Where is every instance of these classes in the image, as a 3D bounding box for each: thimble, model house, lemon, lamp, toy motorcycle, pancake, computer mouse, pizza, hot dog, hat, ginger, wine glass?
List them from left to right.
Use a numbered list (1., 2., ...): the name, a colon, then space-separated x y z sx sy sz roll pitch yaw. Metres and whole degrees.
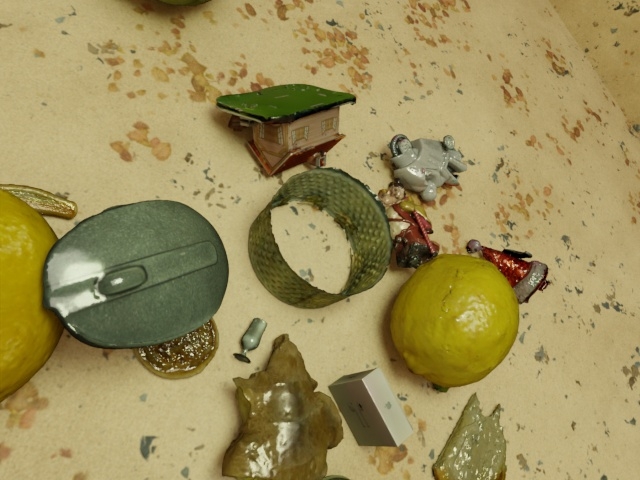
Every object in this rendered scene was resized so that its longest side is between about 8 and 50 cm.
1. lemon: -0.468 0.069 0.568 0.296 0.297 0.298 11 64 -24
2. hot dog: -0.484 -0.069 0.769 0.136 0.028 0.044 11 90 -22
3. computer mouse: -0.234 0.037 0.694 0.374 0.114 0.204 -34 109 -73
4. pancake: -0.252 0.163 0.797 0.158 0.028 0.158 12 64 -25
5. wine glass: -0.127 0.184 0.847 0.038 0.042 0.083 22 56 9
6. model house: -0.074 -0.250 1.028 0.206 0.154 0.293 23 36 33
7. ginger: -0.057 0.289 0.792 0.218 0.123 0.270 22 59 -20
8. thimble: 0.000 0.000 0.931 0.270 0.150 0.271 11 65 -25
9. lamp: 0.190 -0.054 1.078 0.118 0.118 0.254 -1 59 -29
10. toy motorcycle: 0.281 -0.187 1.202 0.260 0.110 0.171 3 84 -35
11. lemon: 0.280 0.165 0.955 0.283 0.260 0.261 -23 82 -40
12. pizza: 0.351 0.461 0.996 0.181 0.034 0.262 42 56 -6
13. hat: 0.491 0.068 1.214 0.227 0.129 0.140 37 13 9

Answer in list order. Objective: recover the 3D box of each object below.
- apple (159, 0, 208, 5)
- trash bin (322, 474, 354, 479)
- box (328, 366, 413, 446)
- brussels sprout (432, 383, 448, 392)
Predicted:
1. apple: -0.315 -0.683 0.940 0.356 0.357 0.358 11 64 -24
2. trash bin: 0.013 0.444 0.691 0.243 0.247 0.121 -1 68 -28
3. box: 0.091 0.315 0.857 0.051 0.130 0.129 -24 82 -36
4. brussels sprout: 0.287 0.311 1.023 0.083 0.046 0.051 -3 66 -40
